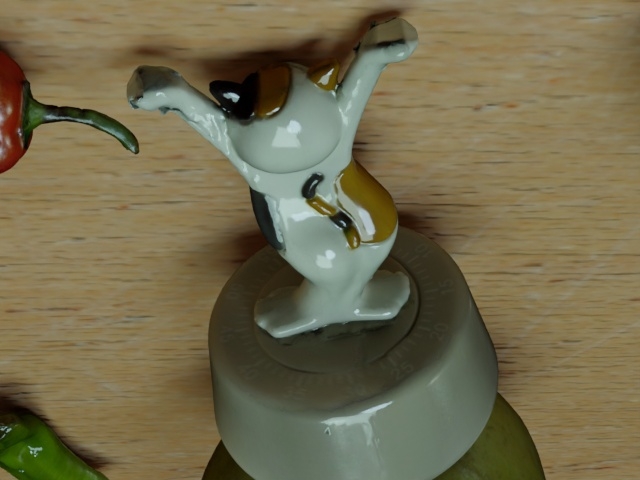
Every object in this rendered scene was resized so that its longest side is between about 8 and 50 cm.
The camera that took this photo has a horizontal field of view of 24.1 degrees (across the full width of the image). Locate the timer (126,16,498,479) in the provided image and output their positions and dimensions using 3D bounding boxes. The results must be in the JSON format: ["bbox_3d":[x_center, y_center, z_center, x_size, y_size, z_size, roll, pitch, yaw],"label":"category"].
[{"bbox_3d":[0.000,0.000,0.829,0.175,0.175,0.266,-8,134,5],"label":"timer"}]

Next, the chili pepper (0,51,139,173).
[{"bbox_3d":[-0.223,-0.068,0.731,0.272,0.071,0.063,8,-173,-12],"label":"chili pepper"}]

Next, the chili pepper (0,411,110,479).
[{"bbox_3d":[-0.217,0.168,1.156,0.052,0.050,0.201,-26,147,5],"label":"chili pepper"}]

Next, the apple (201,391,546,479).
[{"bbox_3d":[0.042,0.195,1.055,0.261,0.260,0.194,-1,138,-7],"label":"apple"}]
